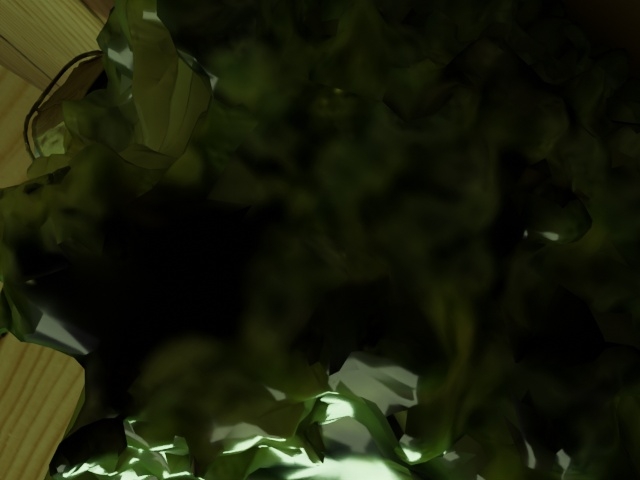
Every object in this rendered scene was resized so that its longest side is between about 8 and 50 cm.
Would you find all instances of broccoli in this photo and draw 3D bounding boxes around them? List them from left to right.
[{"bbox_3d":[-0.011,0.032,0.555,0.348,0.281,0.293,33,-178,36],"label":"broccoli"}]

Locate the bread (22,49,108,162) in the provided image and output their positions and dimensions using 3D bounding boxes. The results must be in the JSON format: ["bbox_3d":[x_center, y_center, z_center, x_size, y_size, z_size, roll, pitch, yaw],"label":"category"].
[{"bbox_3d":[-0.121,-0.057,1.295,0.224,0.142,0.212,36,163,-5],"label":"bread"}]
